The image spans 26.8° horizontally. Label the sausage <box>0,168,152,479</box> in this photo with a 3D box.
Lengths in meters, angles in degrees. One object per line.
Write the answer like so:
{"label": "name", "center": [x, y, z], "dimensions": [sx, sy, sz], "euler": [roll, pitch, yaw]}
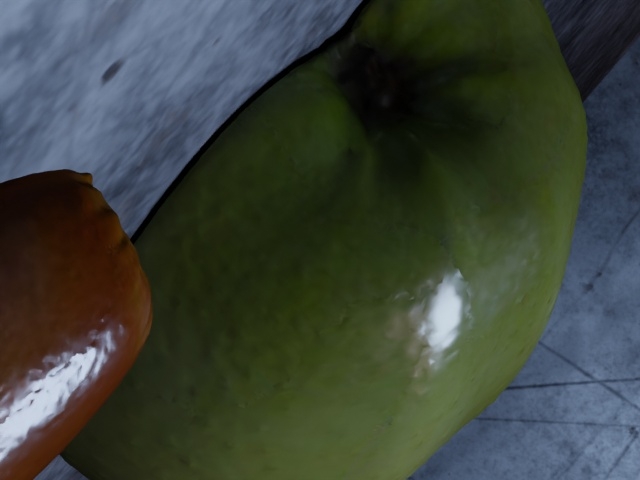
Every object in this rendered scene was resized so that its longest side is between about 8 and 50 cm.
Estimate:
{"label": "sausage", "center": [-0.162, 0.088, 0.358], "dimensions": [0.300, 0.083, 0.089], "euler": [-44, -178, -25]}

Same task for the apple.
{"label": "apple", "center": [0.000, 0.000, 0.791], "dimensions": [0.360, 0.311, 0.320], "euler": [119, -30, -61]}
